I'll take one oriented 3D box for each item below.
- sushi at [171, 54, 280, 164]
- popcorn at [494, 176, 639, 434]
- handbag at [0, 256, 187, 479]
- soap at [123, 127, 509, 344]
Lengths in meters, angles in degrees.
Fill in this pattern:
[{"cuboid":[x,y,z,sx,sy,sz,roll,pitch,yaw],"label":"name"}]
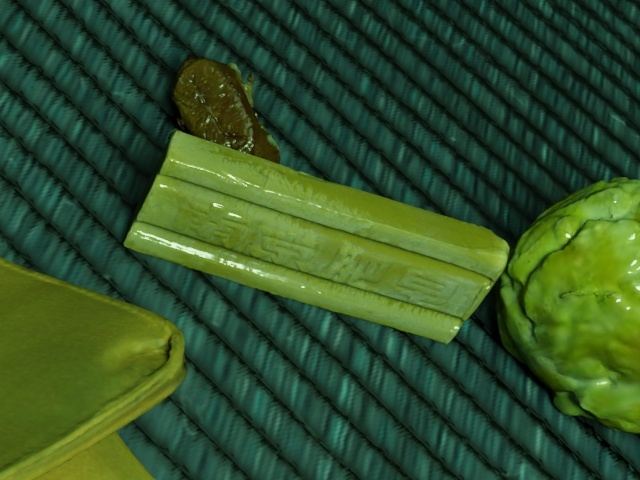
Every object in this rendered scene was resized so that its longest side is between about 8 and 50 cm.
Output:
[{"cuboid":[-0.070,-0.090,1.198,0.060,0.061,0.118,31,39,-72],"label":"sushi"},{"cuboid":[0.217,0.035,1.168,0.198,0.198,0.212,23,11,-9],"label":"popcorn"},{"cuboid":[-0.283,0.119,0.804,0.283,0.133,0.401,27,36,31],"label":"handbag"},{"cuboid":[0.000,0.001,1.127,0.252,0.092,0.037,17,44,-15],"label":"soap"}]
